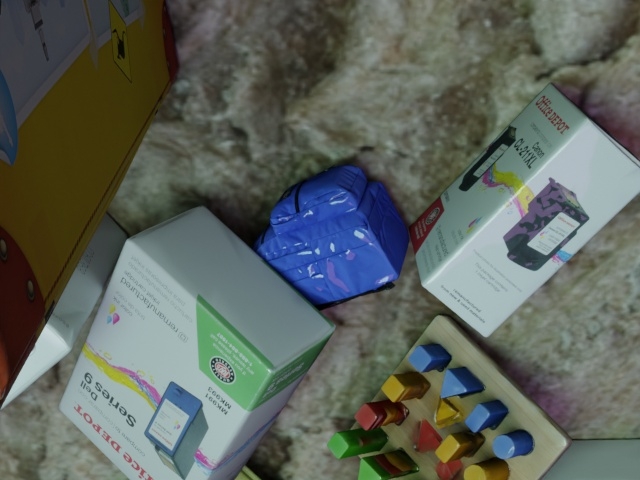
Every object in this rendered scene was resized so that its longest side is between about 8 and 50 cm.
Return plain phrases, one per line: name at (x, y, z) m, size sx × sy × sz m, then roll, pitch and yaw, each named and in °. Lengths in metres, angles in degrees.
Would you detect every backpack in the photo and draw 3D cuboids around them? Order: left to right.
backpack at (0.000, 0.000, 0.760) m, size 0.120 × 0.098 × 0.101 m, roll -24°, pitch 103°, yaw 23°

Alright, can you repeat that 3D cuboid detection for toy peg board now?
toy peg board at (0.098, 0.177, 0.795) m, size 0.161 × 0.079 × 0.161 m, roll 46°, pitch 113°, yaw 29°

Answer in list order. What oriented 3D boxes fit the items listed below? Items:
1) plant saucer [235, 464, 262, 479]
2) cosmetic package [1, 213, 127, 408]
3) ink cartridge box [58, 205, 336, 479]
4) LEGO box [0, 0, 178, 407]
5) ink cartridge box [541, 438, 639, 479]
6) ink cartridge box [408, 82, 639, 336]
plant saucer at (-0.115, 0.286, 0.907) m, size 0.188 × 0.045 × 0.188 m, roll -38°, pitch 109°, yaw 14°
cosmetic package at (-0.355, 0.098, 0.733) m, size 0.385 × 0.217 × 0.156 m, roll -38°, pitch 107°, yaw 12°
ink cartridge box at (-0.108, 0.105, 0.749) m, size 0.154 × 0.093 × 0.212 m, roll 41°, pitch 128°, yaw 14°
LEGO box at (-0.225, -0.188, 0.454) m, size 0.193 × 0.500 × 0.373 m, roll -8°, pitch 113°, yaw 2°
ink cartridge box at (0.252, 0.335, 0.896) m, size 0.196 × 0.114 × 0.273 m, roll -1°, pitch 114°, yaw 0°
ink cartridge box at (0.159, -0.029, 0.730) m, size 0.072 × 0.127 × 0.175 m, roll 39°, pitch 107°, yaw -13°
